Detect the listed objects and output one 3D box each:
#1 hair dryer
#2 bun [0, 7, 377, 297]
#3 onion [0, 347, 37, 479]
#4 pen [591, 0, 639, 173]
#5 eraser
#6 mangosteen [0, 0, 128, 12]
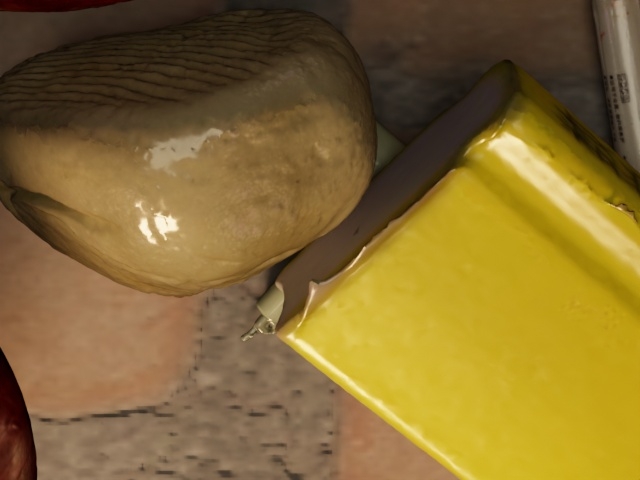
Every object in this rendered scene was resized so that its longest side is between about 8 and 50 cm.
[{"bbox_3d":[0.000,0.000,0.867,0.063,0.038,0.124,41,101,-9],"label":"hair dryer"},{"bbox_3d":[-0.060,-0.032,0.789,0.166,0.173,0.113,-20,112,-22],"label":"bun"},{"bbox_3d":[-0.227,0.085,0.789,0.272,0.195,0.272,16,122,27],"label":"onion"},{"bbox_3d":[0.154,-0.046,0.875,0.026,0.026,0.218,-12,101,-4],"label":"pen"},{"bbox_3d":[0.106,0.041,0.833,0.226,0.069,0.158,39,112,-19],"label":"eraser"},{"bbox_3d":[-0.113,-0.246,0.687,0.330,0.330,0.330,-1,100,-6],"label":"mangosteen"}]
